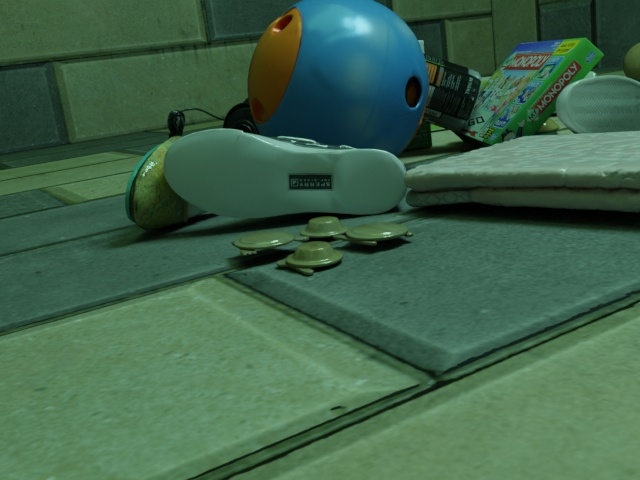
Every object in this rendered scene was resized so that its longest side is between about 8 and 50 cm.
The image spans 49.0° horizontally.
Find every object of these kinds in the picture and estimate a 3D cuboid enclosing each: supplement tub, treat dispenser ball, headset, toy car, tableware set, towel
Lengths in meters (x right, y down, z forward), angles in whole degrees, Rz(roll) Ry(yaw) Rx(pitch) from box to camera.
[{"bbox_3d":[0.186,-0.279,1.282,0.190,0.117,0.117,18,14,-3],"label":"supplement tub"},{"bbox_3d":[0.027,-0.241,1.116,0.288,0.288,0.288,-7,14,2],"label":"treat dispenser ball"},{"bbox_3d":[-0.130,-0.211,1.485,0.394,0.185,0.243,9,19,3],"label":"headset"},{"bbox_3d":[0.680,-0.354,1.429,0.148,0.188,0.155,-5,14,10],"label":"toy car"},{"bbox_3d":[0.000,0.000,0.728,0.168,0.020,0.141,-16,18,-35],"label":"tableware set"},{"bbox_3d":[0.315,-0.088,0.845,0.317,0.053,0.331,4,17,43],"label":"towel"}]

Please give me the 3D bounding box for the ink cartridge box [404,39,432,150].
[{"bbox_3d":[0.161,-0.294,1.418,0.086,0.209,0.153,-8,14,-3],"label":"ink cartridge box"}]

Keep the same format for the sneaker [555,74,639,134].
[{"bbox_3d":[0.454,-0.198,1.109,0.292,0.108,0.169,1,8,-23],"label":"sneaker"}]

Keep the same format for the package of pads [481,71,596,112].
[{"bbox_3d":[0.507,-0.363,1.741,0.229,0.101,0.296,-7,13,-4],"label":"package of pads"}]

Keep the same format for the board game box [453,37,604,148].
[{"bbox_3d":[0.342,-0.253,1.232,0.213,0.046,0.317,-51,10,9],"label":"board game box"}]

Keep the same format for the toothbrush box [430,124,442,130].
[{"bbox_3d":[0.188,-0.320,1.691,0.283,0.122,0.206,-12,14,-13],"label":"toothbrush box"}]

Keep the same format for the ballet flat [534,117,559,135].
[{"bbox_3d":[0.370,-0.248,1.408,0.080,0.073,0.232,-16,16,-35],"label":"ballet flat"}]

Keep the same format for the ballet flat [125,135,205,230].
[{"bbox_3d":[-0.174,-0.092,1.016,0.123,0.123,0.348,-6,14,5],"label":"ballet flat"}]

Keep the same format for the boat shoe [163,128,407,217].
[{"bbox_3d":[-0.042,-0.086,0.896,0.301,0.108,0.102,1,7,0],"label":"boat shoe"}]
